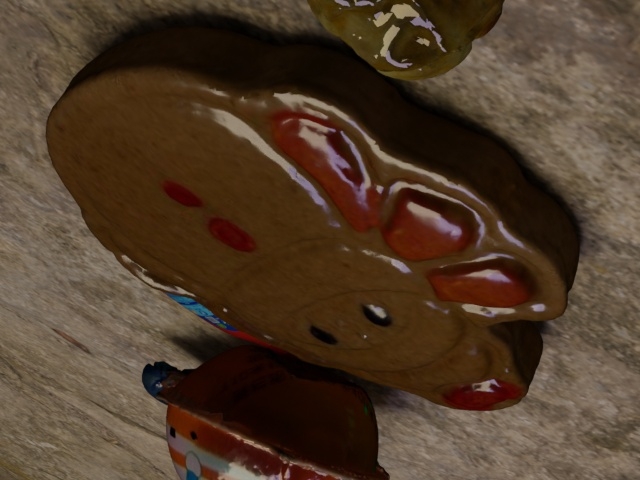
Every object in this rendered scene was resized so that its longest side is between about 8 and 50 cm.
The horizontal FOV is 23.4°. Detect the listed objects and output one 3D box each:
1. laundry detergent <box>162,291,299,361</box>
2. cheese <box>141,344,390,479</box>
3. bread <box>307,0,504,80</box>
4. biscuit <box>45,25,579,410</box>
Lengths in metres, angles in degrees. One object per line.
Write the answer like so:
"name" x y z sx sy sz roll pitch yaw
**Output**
"laundry detergent" -0.065 0.043 1.231 0.165 0.049 0.097 38 146 -30
"cheese" -0.058 0.157 1.346 0.217 0.129 0.329 22 178 -27
"bread" -0.044 -0.199 0.649 0.084 0.077 0.367 -26 128 30
"biscuit" 0.000 0.000 1.024 0.381 0.074 0.359 39 152 -19
